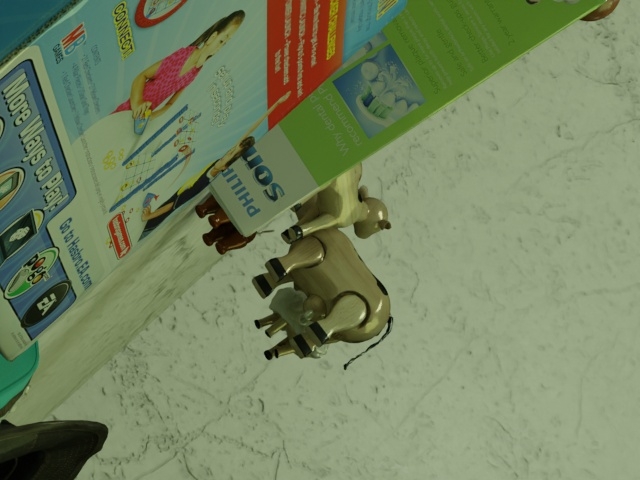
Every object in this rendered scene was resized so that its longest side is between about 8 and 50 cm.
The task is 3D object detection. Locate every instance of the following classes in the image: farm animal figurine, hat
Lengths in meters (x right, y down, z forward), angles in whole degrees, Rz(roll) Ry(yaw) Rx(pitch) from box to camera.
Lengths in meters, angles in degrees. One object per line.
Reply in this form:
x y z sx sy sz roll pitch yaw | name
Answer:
0.000 0.000 2.093 0.172 0.326 0.330 -29 -170 -25 | farm animal figurine
-0.402 0.246 1.740 0.331 0.134 0.331 -33 159 -14 | hat

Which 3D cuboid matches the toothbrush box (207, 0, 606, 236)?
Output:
0.026 -0.141 1.112 0.283 0.122 0.206 -35 -168 1 | toothbrush box

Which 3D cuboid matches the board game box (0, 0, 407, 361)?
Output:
-0.082 -0.108 0.745 0.302 0.086 0.308 -43 168 -14 | board game box

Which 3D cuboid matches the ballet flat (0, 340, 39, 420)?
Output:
-0.311 0.116 1.067 0.147 0.147 0.409 -44 177 11 | ballet flat

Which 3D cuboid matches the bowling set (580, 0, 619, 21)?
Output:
0.171 -0.272 1.390 0.287 0.200 0.154 -39 -167 31 | bowling set
